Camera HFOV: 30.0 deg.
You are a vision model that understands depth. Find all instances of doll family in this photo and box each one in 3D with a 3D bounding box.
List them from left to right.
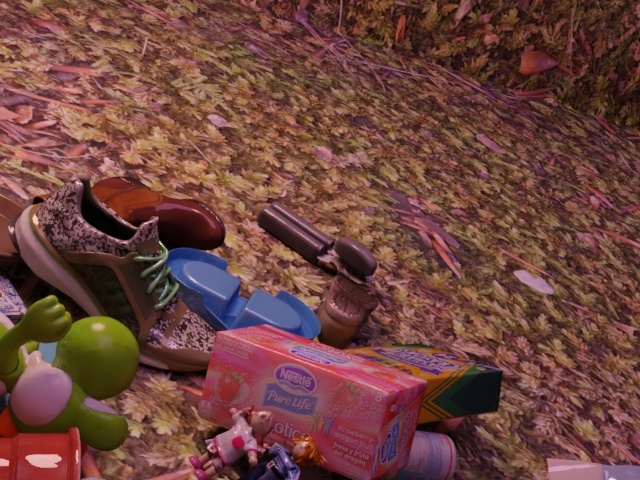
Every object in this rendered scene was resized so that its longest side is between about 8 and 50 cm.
[{"bbox_3d":[-0.064,0.347,1.658,0.118,0.163,0.263,53,2,-41],"label":"doll family"}]

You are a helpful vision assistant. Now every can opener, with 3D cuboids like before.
[{"bbox_3d":[0.000,0.000,2.422,0.280,0.093,0.074,31,27,19],"label":"can opener"}]

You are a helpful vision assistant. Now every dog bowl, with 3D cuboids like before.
[{"bbox_3d":[-0.147,0.118,2.075,0.297,0.074,0.166,28,22,0],"label":"dog bowl"}]

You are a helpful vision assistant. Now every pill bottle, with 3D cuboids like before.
[{"bbox_3d":[0.131,0.346,1.914,0.160,0.087,0.087,12,30,-26],"label":"pill bottle"}]

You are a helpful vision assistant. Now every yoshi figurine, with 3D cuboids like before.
[{"bbox_3d":[-0.387,0.130,1.552,0.362,0.203,0.203,30,21,1],"label":"yoshi figurine"}]

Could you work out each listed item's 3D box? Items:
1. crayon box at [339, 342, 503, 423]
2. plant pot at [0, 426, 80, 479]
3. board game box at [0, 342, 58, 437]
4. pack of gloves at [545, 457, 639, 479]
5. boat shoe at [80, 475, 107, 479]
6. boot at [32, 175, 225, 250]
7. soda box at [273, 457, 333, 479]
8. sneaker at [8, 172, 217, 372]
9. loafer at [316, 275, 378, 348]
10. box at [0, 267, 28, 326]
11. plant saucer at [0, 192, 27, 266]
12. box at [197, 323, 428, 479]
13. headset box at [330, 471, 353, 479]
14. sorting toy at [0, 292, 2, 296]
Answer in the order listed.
[{"bbox_3d":[0.126,0.242,2.013,0.323,0.083,0.203,-1,11,-42],"label":"crayon box"},{"bbox_3d":[-0.416,0.326,1.299,0.265,0.272,0.272,8,31,-16],"label":"plant pot"},{"bbox_3d":[-0.478,0.206,1.630,0.336,0.079,0.253,21,27,-11],"label":"board game box"},{"bbox_3d":[0.485,0.445,1.924,0.232,0.046,0.195,5,37,0],"label":"pack of gloves"},{"bbox_3d":[-0.188,0.423,1.454,0.335,0.121,0.119,53,7,20],"label":"boat shoe"},{"bbox_3d":[-0.332,-0.038,2.130,0.264,0.096,0.280,32,18,13],"label":"boot"},{"bbox_3d":[-0.013,0.380,1.758,0.063,0.058,0.183,9,31,-32],"label":"soda box"},{"bbox_3d":[-0.297,0.051,1.909,0.410,0.182,0.158,39,28,-10],"label":"sneaker"},{"bbox_3d":[0.037,0.135,2.210,0.102,0.092,0.268,35,11,6],"label":"loafer"},{"bbox_3d":[-0.524,0.084,1.862,0.094,0.027,0.137,1,36,-43],"label":"box"},{"bbox_3d":[-0.582,-0.032,1.963,0.278,0.041,0.278,24,18,-8],"label":"plant saucer"},{"bbox_3d":[-0.013,0.239,1.793,0.300,0.142,0.154,17,9,27],"label":"box"},{"bbox_3d":[0.053,0.391,1.826,0.083,0.032,0.062,22,27,-10],"label":"headset box"},{"bbox_3d":[-0.619,0.055,1.778,0.275,0.046,0.132,27,39,-10],"label":"sorting toy"}]
